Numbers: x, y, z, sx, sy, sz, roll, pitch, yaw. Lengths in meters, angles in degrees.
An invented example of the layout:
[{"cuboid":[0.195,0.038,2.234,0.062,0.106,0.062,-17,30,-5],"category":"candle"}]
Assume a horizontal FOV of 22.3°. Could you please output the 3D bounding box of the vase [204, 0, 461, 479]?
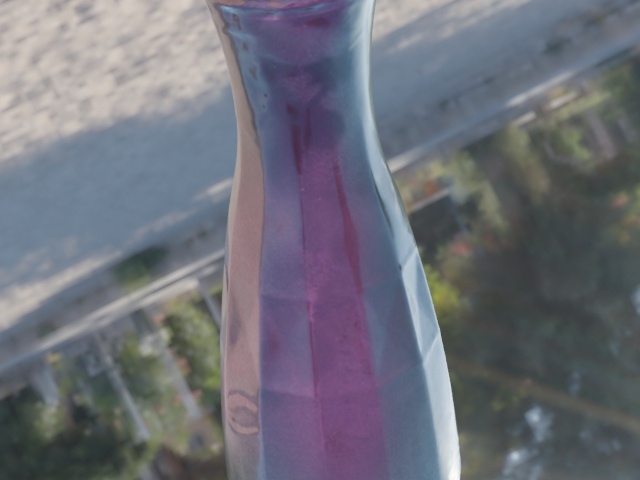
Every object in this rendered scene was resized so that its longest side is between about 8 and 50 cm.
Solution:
[{"cuboid":[0.000,0.000,0.546,0.086,0.214,0.086,-4,-148,3],"category":"vase"}]
